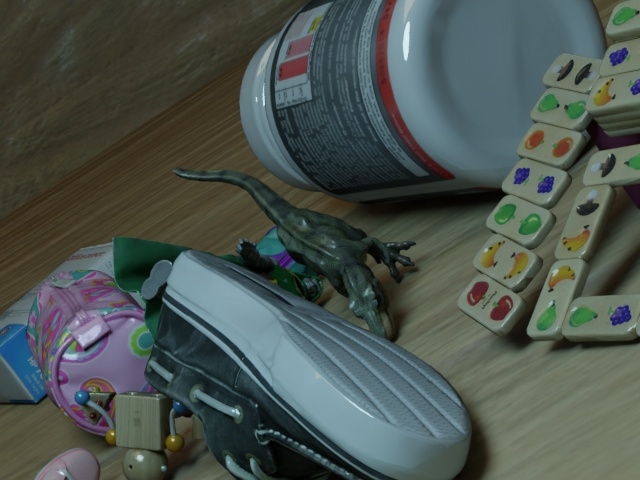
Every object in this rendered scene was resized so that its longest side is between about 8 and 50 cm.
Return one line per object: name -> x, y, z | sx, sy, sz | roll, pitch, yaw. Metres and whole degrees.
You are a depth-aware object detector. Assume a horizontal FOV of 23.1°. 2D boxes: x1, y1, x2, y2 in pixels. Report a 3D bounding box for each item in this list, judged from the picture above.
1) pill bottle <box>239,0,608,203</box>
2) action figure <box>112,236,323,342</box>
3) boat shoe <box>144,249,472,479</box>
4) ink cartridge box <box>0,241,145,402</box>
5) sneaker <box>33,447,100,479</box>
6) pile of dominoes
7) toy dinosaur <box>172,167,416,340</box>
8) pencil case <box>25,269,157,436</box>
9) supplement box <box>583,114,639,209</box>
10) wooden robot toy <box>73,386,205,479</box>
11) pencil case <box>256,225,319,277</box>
pill bottle -> 0.074, -0.140, 1.414 | 0.210, 0.210, 0.363 | -41, 16, -23
action figure -> -0.064, 0.047, 1.276 | 0.063, 0.137, 0.232 | -29, -11, 26
boat shoe -> -0.016, 0.108, 1.024 | 0.335, 0.121, 0.119 | 31, 103, 60
ink cartridge box -> -0.295, 0.092, 1.752 | 0.190, 0.082, 0.139 | -41, 16, -27
sneaker -> -0.209, 0.217, 1.221 | 0.134, 0.051, 0.070 | -47, 20, -30
pile of dominoes -> 0.179, -0.049, 1.015 | 0.196, 0.040, 0.251 | -7, 51, 49
toy dinosaur -> 0.000, 0.000, 1.279 | 0.268, 0.118, 0.064 | 35, 103, 41
pencil case -> -0.213, 0.098, 1.475 | 0.124, 0.124, 0.284 | -37, 15, -8
supplement box -> 0.275, -0.114, 1.139 | 0.104, 0.081, 0.188 | -25, 17, 36
wooden robot toy -> -0.122, 0.157, 1.216 | 0.173, 0.079, 0.076 | 2, -2, 29
pencil case -> -0.059, 0.051, 1.391 | 0.152, 0.064, 0.070 | -48, 0, -39
